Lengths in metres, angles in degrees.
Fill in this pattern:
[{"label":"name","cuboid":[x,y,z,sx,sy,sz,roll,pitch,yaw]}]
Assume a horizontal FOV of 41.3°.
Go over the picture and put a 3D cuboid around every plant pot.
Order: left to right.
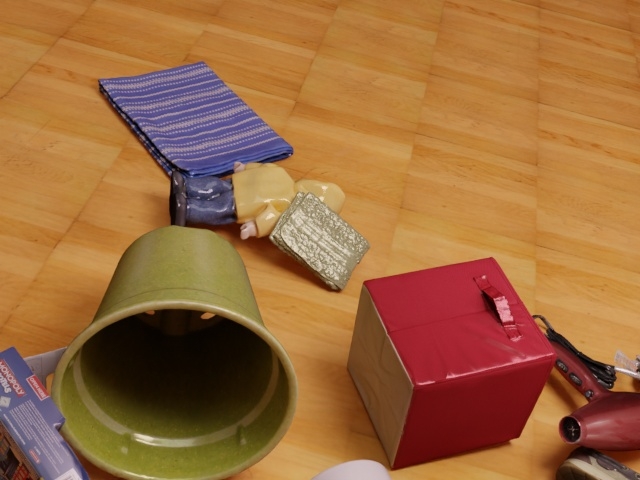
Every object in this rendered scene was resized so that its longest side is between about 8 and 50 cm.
[{"label":"plant pot","cuboid":[-0.178,0.118,1.066,0.276,0.276,0.254,4,30,-11]}]

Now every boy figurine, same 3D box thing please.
[{"label":"boy figurine","cuboid":[-0.104,-0.068,1.393,0.285,0.092,0.177,-2,43,-18]}]

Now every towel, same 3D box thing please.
[{"label":"towel","cuboid":[-0.233,-0.230,1.577,0.243,0.040,0.336,-20,51,-33]},{"label":"towel","cuboid":[0.000,0.000,1.335,0.148,0.027,0.110,38,65,-7]}]

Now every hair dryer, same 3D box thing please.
[{"label":"hair dryer","cuboid":[0.380,0.218,1.206,0.224,0.080,0.293,20,21,11]}]

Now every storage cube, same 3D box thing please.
[{"label":"storage cube","cuboid":[0.162,0.158,1.126,0.193,0.215,0.183,-10,47,-16]}]

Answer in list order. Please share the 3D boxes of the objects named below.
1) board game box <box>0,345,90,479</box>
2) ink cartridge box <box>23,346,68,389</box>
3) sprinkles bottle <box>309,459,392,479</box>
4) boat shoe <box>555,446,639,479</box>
[{"label":"board game box","cuboid":[-0.328,0.245,0.937,0.060,0.194,0.194,-30,77,-42]},{"label":"ink cartridge box","cuboid":[-0.391,0.176,1.001,0.179,0.145,0.045,-14,50,-28]},{"label":"sprinkles bottle","cuboid":[0.080,0.409,0.888,0.121,0.121,0.355,-6,45,-21]},{"label":"boat shoe","cuboid":[0.418,0.337,1.092,0.224,0.080,0.073,28,47,23]}]
